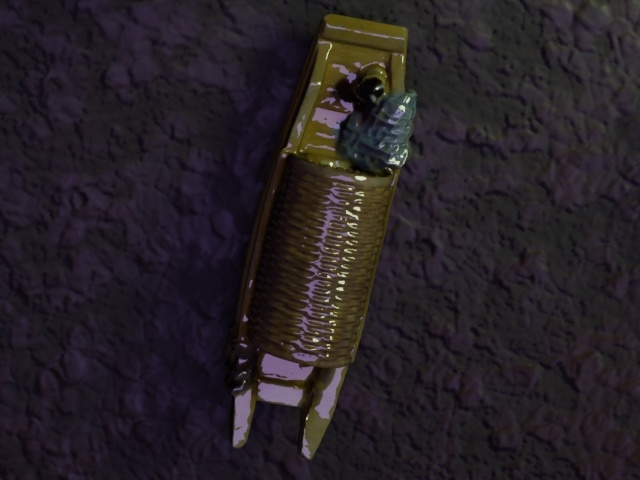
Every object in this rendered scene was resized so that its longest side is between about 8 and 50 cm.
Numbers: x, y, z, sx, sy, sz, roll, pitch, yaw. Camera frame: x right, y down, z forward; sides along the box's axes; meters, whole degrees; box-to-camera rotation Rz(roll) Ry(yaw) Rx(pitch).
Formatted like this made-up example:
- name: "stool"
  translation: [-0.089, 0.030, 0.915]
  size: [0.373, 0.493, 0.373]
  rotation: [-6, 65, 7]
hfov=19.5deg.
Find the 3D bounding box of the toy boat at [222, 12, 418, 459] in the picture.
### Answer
- name: "toy boat"
  translation: [0.000, 0.000, 1.277]
  size: [0.089, 0.115, 0.310]
  rotation: [14, 103, -7]
